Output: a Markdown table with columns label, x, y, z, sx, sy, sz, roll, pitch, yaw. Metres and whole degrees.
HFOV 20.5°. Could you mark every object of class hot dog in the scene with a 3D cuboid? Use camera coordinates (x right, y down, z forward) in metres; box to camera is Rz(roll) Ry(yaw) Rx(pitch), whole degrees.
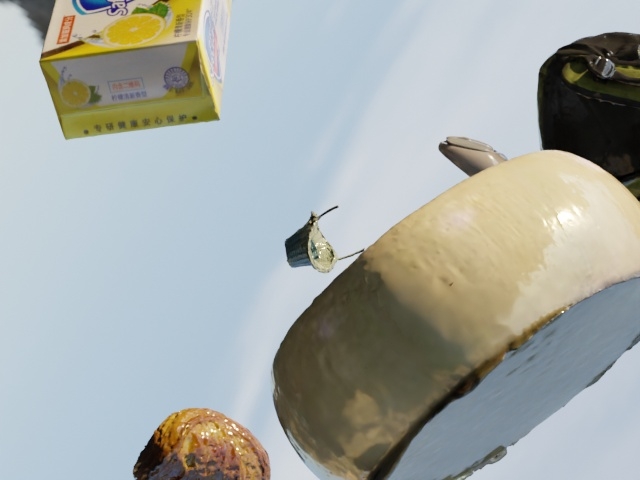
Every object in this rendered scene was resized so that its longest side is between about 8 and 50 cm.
| label | x | y | z | sx | sy | sz | roll | pitch | yaw |
| --- | --- | --- | --- | --- | --- | --- | --- | --- | --- |
| hot dog | -0.115 | 0.216 | 1.712 | 0.099 | 0.147 | 0.065 | -58 | -141 | 15 |

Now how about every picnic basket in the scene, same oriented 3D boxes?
| label | x | y | z | sx | sy | sz | roll | pitch | yaw |
| --- | --- | --- | --- | --- | --- | --- | --- | --- | --- |
| picnic basket | 0.000 | 0.000 | 1.968 | 0.083 | 0.065 | 0.083 | -19 | -156 | 17 |

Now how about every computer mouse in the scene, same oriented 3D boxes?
| label | x | y | z | sx | sy | sz | roll | pitch | yaw |
| --- | --- | --- | --- | --- | --- | --- | --- | --- | --- |
| computer mouse | 0.172 | -0.084 | 1.875 | 0.039 | 0.096 | 0.066 | -52 | -179 | 10 |

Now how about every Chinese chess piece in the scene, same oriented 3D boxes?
| label | x | y | z | sx | sy | sz | roll | pitch | yaw |
| --- | --- | --- | --- | --- | --- | --- | --- | --- | --- |
| Chinese chess piece | 0.122 | 0.077 | 1.412 | 0.338 | 0.140 | 0.338 | -33 | 161 | -13 |

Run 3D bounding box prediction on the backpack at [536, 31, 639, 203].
| label | x | y | z | sx | sy | sz | roll | pitch | yaw |
| --- | --- | --- | --- | --- | --- | --- | --- | --- | --- |
| backpack | 0.357 | -0.122 | 1.903 | 0.140 | 0.253 | 0.207 | -35 | 120 | -62 |

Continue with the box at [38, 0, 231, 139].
| label | x | y | z | sx | sy | sz | roll | pitch | yaw |
| --- | --- | --- | --- | --- | --- | --- | --- | --- | --- |
| box | -0.185 | -0.220 | 1.827 | 0.265 | 0.168 | 0.097 | -86 | 168 | -54 |
